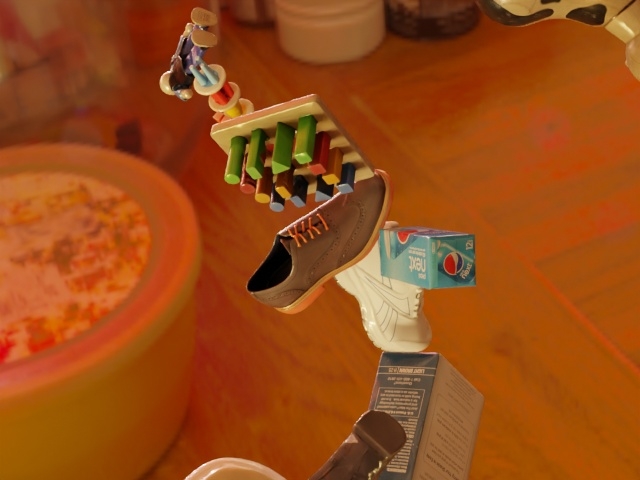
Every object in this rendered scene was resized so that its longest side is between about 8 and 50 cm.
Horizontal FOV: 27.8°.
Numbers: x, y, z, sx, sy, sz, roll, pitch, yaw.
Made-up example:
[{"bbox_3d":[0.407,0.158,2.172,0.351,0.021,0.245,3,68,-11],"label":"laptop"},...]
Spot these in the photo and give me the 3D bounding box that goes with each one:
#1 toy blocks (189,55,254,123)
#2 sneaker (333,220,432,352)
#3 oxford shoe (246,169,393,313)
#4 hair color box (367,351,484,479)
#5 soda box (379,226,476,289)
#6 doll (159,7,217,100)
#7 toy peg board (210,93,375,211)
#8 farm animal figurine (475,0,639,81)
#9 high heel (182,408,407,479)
[{"bbox_3d":[-0.142,-0.197,1.916,0.054,0.148,0.123,-26,57,10],"label":"toy blocks"},{"bbox_3d":[0.120,0.082,2.091,0.129,0.297,0.111,-13,45,25],"label":"sneaker"},{"bbox_3d":[0.000,0.000,1.887,0.271,0.098,0.097,-50,51,16],"label":"oxford shoe"},{"bbox_3d":[0.128,0.352,1.867,0.105,0.174,0.347,-2,61,33],"label":"hair color box"},{"bbox_3d":[0.143,0.022,1.772,0.067,0.071,0.210,-3,4,-16],"label":"soda box"},{"bbox_3d":[-0.204,-0.281,1.987,0.046,0.189,0.129,8,63,-20],"label":"doll"},{"bbox_3d":[-0.039,-0.091,1.674,0.161,0.160,0.079,-14,49,27],"label":"toy peg board"},{"bbox_3d":[0.282,-0.168,0.807,0.326,0.172,0.330,6,-6,-36],"label":"farm animal figurine"},{"bbox_3d":[-0.059,0.220,0.848,0.093,0.186,0.261,46,35,19],"label":"high heel"}]
